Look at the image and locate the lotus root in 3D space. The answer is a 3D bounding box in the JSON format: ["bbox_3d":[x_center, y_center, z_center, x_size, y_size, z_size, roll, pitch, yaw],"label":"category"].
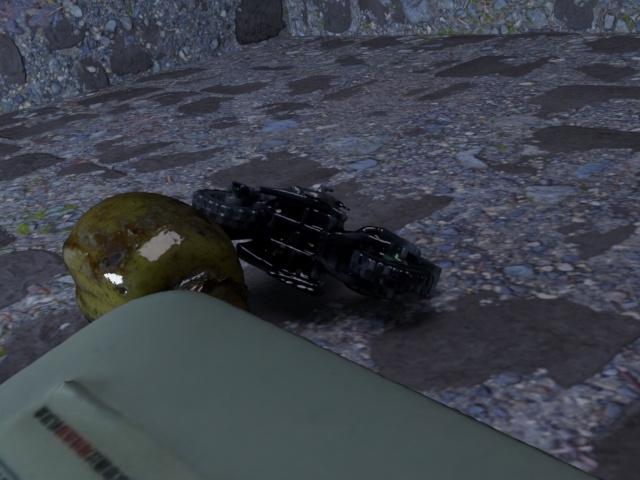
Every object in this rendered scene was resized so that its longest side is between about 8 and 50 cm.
[{"bbox_3d":[-0.145,0.039,0.738,0.154,0.154,0.278,-23,27,-31],"label":"lotus root"}]

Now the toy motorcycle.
[{"bbox_3d":[0.000,0.000,0.814,0.270,0.106,0.159,21,7,21],"label":"toy motorcycle"}]

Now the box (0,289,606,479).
[{"bbox_3d":[-0.094,0.200,0.303,0.396,0.111,0.396,-36,36,-31],"label":"box"}]
